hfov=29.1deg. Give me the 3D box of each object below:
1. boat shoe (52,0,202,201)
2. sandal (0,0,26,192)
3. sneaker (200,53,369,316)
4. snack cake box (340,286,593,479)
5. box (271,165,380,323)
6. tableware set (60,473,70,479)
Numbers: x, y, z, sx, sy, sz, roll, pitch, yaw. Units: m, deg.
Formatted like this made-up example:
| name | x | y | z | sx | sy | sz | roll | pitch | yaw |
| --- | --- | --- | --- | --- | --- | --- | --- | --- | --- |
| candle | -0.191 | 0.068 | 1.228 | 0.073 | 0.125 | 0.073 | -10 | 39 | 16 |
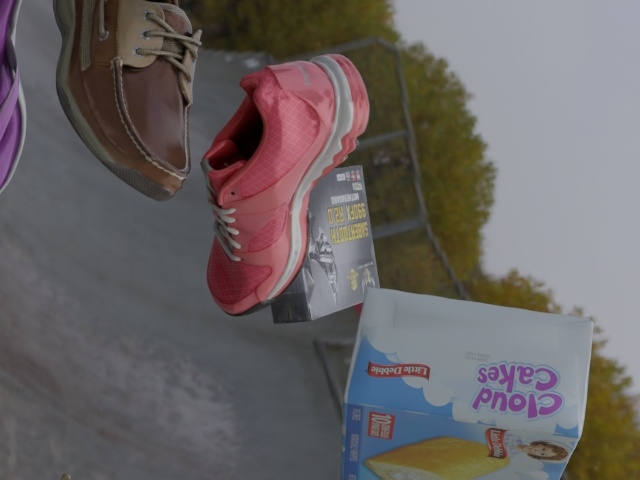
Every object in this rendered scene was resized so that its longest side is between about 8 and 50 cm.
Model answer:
| name | x | y | z | sx | sy | sz | roll | pitch | yaw |
| --- | --- | --- | --- | --- | --- | --- | --- | --- | --- |
| boat shoe | -0.175 | -0.177 | 1.165 | 0.123 | 0.116 | 0.324 | 28 | 31 | -45 |
| sandal | -0.398 | -0.175 | 1.344 | 0.416 | 0.169 | 0.102 | 104 | -30 | -42 |
| sneaker | -0.074 | -0.054 | 1.230 | 0.116 | 0.136 | 0.314 | 51 | -50 | 36 |
| snack cake box | 0.095 | 0.141 | 0.892 | 0.264 | 0.152 | 0.089 | 89 | 12 | -59 |
| box | 0.000 | 0.000 | 1.584 | 0.231 | 0.056 | 0.183 | -11 | 93 | -65 |
| tableware set | -0.257 | 0.359 | 1.426 | 0.039 | 0.128 | 0.194 | -84 | -167 | -52 |
